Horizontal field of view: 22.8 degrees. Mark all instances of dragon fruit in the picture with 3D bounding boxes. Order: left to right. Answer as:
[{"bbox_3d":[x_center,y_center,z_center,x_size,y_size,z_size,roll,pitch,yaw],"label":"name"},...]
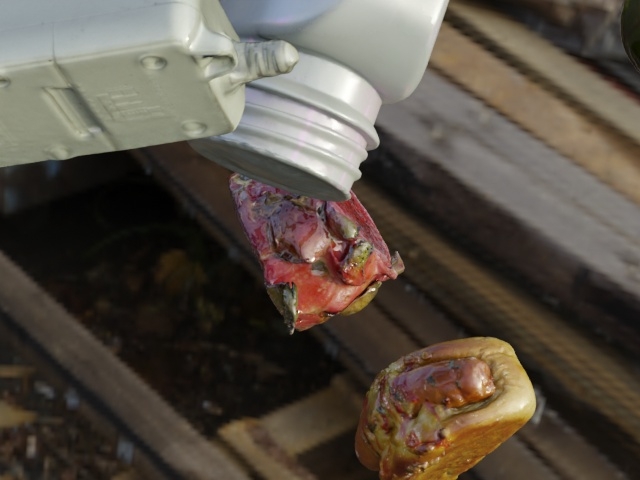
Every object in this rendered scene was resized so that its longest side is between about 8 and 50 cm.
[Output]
[{"bbox_3d":[0.000,0.000,1.784,0.147,0.211,0.282,-26,27,2],"label":"dragon fruit"}]

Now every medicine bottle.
[{"bbox_3d":[0.020,-0.191,0.990,0.124,0.324,0.179,26,-11,-29],"label":"medicine bottle"}]

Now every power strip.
[{"bbox_3d":[-0.176,-0.083,0.833,0.338,0.098,0.058,-6,60,13],"label":"power strip"}]

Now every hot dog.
[{"bbox_3d":[0.136,0.226,1.987,0.153,0.257,0.150,11,46,-41],"label":"hot dog"}]

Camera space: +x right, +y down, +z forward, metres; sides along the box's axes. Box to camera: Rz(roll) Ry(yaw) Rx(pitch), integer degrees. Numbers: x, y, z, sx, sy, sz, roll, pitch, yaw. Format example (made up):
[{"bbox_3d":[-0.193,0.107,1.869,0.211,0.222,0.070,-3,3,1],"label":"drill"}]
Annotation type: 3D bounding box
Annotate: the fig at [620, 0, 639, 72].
[{"bbox_3d":[0.393,-0.238,1.491,0.151,0.259,0.151,12,64,-26],"label":"fig"}]
